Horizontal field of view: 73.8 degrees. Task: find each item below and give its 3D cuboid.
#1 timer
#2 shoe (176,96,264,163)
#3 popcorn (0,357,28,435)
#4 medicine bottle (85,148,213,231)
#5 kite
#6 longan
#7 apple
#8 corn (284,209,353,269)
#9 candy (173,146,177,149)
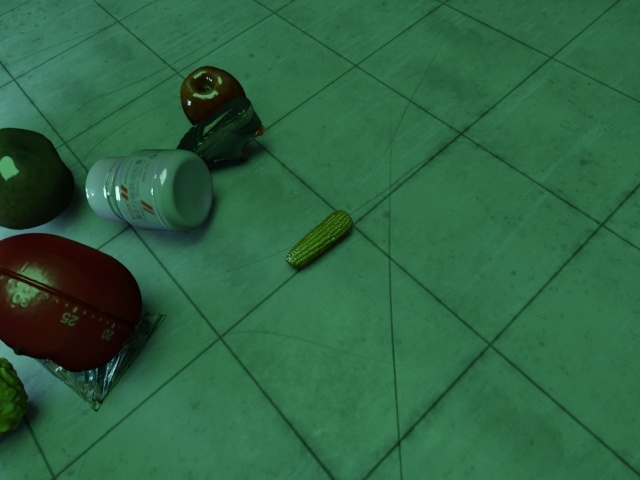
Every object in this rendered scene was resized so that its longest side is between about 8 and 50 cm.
[{"bbox_3d":[-0.632,0.142,1.032,0.378,0.378,0.279,18,71,15],"label":"timer"},{"bbox_3d":[-0.321,-0.314,1.401,0.337,0.171,0.132,-32,49,16],"label":"shoe"},{"bbox_3d":[-0.851,0.404,1.011,0.237,0.205,0.252,-11,13,43],"label":"popcorn"},{"bbox_3d":[-0.505,-0.150,1.271,0.302,0.241,0.241,4,62,19],"label":"medicine bottle"},{"bbox_3d":[-0.622,0.283,1.176,0.406,0.014,0.368,-15,61,-2],"label":"kite"},{"bbox_3d":[-0.930,-0.194,1.327,0.289,0.288,0.350,-30,66,-10],"label":"longan"},{"bbox_3d":[-0.364,-0.475,1.460,0.219,0.201,0.218,-1,69,3],"label":"apple"},{"bbox_3d":[0.000,0.000,1.232,0.231,0.080,0.080,-41,65,-13],"label":"corn"},{"bbox_3d":[-0.481,-0.280,1.459,0.178,0.032,0.102,-34,67,-14],"label":"candy"}]
